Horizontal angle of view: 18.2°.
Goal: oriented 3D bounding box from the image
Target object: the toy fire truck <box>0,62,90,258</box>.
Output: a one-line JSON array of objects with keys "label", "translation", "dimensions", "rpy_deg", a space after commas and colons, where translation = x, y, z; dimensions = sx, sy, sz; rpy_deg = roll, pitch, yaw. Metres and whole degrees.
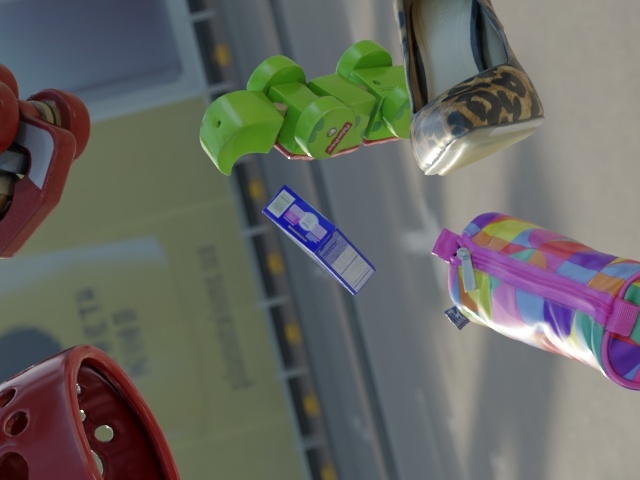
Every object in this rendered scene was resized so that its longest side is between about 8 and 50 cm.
[{"label": "toy fire truck", "translation": [-0.437, -0.089, 2.465], "dimensions": [0.169, 0.302, 0.254], "rpy_deg": [4, -73, -57]}]

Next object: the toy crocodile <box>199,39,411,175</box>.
[{"label": "toy crocodile", "translation": [0.023, -0.139, 2.161], "dimensions": [0.115, 0.340, 0.105], "rpy_deg": [41, 128, 33]}]

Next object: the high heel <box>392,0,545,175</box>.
[{"label": "high heel", "translation": [0.077, -0.144, 1.343], "dimensions": [0.186, 0.093, 0.261], "rpy_deg": [65, -168, -2]}]

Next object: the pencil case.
[{"label": "pencil case", "translation": [0.186, 0.043, 1.535], "dimensions": [0.236, 0.104, 0.104], "rpy_deg": [20, 127, 58]}]

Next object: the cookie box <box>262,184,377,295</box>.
[{"label": "cookie box", "translation": [0.000, 0.000, 2.102], "dimensions": [0.092, 0.040, 0.107], "rpy_deg": [40, 176, 36]}]

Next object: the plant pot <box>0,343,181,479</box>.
[{"label": "plant pot", "translation": [-0.215, 0.198, 1.523], "dimensions": [0.191, 0.174, 0.191], "rpy_deg": [61, -171, -17]}]
